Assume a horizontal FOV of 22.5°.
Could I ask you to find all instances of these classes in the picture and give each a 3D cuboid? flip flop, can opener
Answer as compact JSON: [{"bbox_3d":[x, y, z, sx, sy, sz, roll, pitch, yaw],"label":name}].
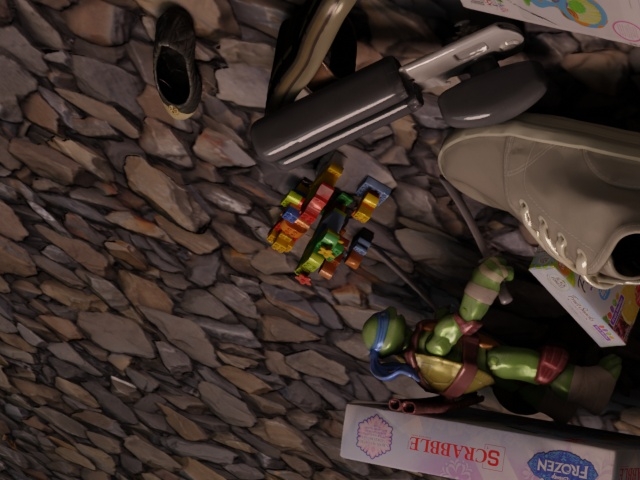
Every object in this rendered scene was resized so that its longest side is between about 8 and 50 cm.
[{"bbox_3d":[0.006,-0.184,1.550,0.080,0.112,0.277,16,147,-13],"label":"flip flop"},{"bbox_3d":[0.069,-0.128,1.505,0.280,0.093,0.074,-20,160,18],"label":"can opener"}]

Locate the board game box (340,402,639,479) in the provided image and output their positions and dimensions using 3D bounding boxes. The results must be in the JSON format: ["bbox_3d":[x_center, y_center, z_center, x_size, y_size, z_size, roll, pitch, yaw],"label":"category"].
[{"bbox_3d":[0.237,0.240,1.818,0.318,0.066,0.318,7,177,32],"label":"board game box"}]

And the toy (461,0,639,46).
[{"bbox_3d":[0.212,-0.233,1.344,0.237,0.056,0.137,13,153,30],"label":"toy"}]

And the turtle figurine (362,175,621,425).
[{"bbox_3d":[0.190,0.080,1.761,0.266,0.275,0.198,25,128,-10],"label":"turtle figurine"}]

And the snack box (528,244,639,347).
[{"bbox_3d":[0.283,0.031,1.672,0.037,0.100,0.141,-9,136,46],"label":"snack box"}]

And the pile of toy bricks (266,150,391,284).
[{"bbox_3d":[0.000,0.000,1.833,0.118,0.105,0.212,30,151,-9],"label":"pile of toy bricks"}]

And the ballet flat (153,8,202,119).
[{"bbox_3d":[-0.160,-0.181,1.718,0.057,0.049,0.173,20,151,11],"label":"ballet flat"}]

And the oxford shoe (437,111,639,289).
[{"bbox_3d":[0.251,-0.026,1.493,0.169,0.130,0.449,32,171,-35],"label":"oxford shoe"}]

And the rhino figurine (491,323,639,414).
[{"bbox_3d":[0.286,0.153,1.897,0.106,0.073,0.243,44,145,-23],"label":"rhino figurine"}]
